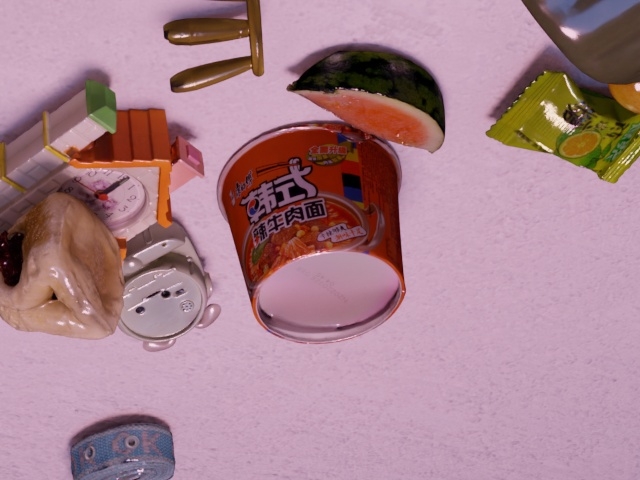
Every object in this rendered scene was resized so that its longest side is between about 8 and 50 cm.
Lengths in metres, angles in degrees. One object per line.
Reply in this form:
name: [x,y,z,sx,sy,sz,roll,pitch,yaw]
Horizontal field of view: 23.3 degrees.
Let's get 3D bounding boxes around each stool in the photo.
stool: [-0.121,-0.236,1.754,0.110,0.135,0.134,-3,96,-4]

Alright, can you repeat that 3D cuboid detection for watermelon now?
watermelon: [0.076,-0.171,1.921,0.245,0.063,0.119,18,146,-37]

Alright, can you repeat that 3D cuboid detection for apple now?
apple: [0.407,-0.210,1.908,0.114,0.099,0.102,-27,135,25]

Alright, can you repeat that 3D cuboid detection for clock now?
clock: [-0.287,-0.064,1.926,0.255,0.106,0.220,-32,136,24]
clock: [-0.220,0.072,2.102,0.151,0.062,0.191,-28,127,3]

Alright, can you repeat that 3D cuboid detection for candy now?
candy: [0.339,-0.143,1.998,0.246,0.069,0.149,15,132,-29]

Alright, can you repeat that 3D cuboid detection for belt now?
belt: [-0.309,0.340,2.427,0.163,0.082,0.148,-6,151,-10]

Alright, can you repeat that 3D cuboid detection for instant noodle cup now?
instant noodle cup: [0.000,0.000,1.997,0.250,0.192,0.250,-7,141,-5]

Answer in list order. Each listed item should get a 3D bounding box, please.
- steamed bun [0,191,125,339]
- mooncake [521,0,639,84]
steamed bun: [-0.335,0.041,1.870,0.155,0.141,0.172,-13,136,18]
mooncake: [0.275,-0.327,1.539,0.187,0.351,0.351,-29,137,22]
